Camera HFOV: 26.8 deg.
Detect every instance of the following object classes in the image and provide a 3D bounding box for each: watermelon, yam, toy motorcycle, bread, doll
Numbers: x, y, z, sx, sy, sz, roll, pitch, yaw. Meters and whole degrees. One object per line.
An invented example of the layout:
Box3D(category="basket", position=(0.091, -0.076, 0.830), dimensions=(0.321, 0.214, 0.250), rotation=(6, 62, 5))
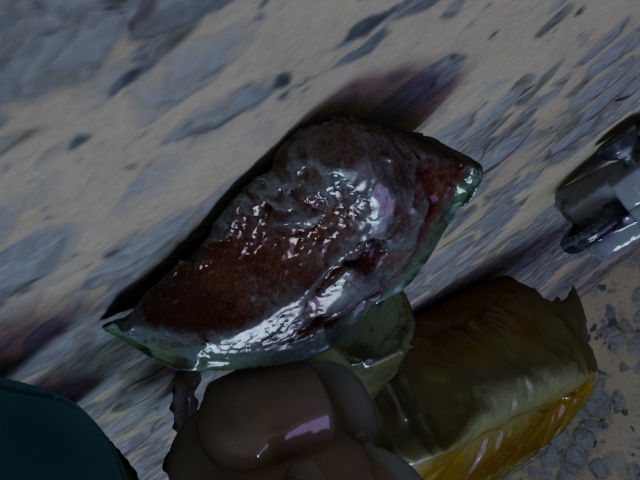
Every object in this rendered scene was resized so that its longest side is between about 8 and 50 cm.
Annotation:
Box3D(category="watermelon", position=(0.000, 0.000, 0.581), dimensions=(0.187, 0.071, 0.139), rotation=(-32, 163, -18))
Box3D(category="yam", position=(-0.005, 0.114, 0.980), dimensions=(0.083, 0.083, 0.371), rotation=(-32, 166, -21))
Box3D(category="toy motorcycle", position=(0.312, -0.076, 1.103), dimensions=(0.260, 0.110, 0.171), rotation=(-37, -179, 30))
Box3D(category="bread", position=(0.104, 0.164, 1.319), dimensions=(0.389, 0.183, 0.236), rotation=(-14, 140, -47))
Box3D(category="doll", position=(-0.030, 0.138, 0.706), dimensions=(0.119, 0.154, 0.278), rotation=(-23, 180, -18))

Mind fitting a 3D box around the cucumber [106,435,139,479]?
Box3D(category="cucumber", position=(-0.243, 0.220, 0.681), dimensions=(0.359, 0.096, 0.096), rotation=(-36, 169, 9))

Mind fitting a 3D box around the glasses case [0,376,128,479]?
Box3D(category="glasses case", position=(-0.224, 0.167, 0.562), dimensions=(0.301, 0.070, 0.117), rotation=(-38, 144, 15))
